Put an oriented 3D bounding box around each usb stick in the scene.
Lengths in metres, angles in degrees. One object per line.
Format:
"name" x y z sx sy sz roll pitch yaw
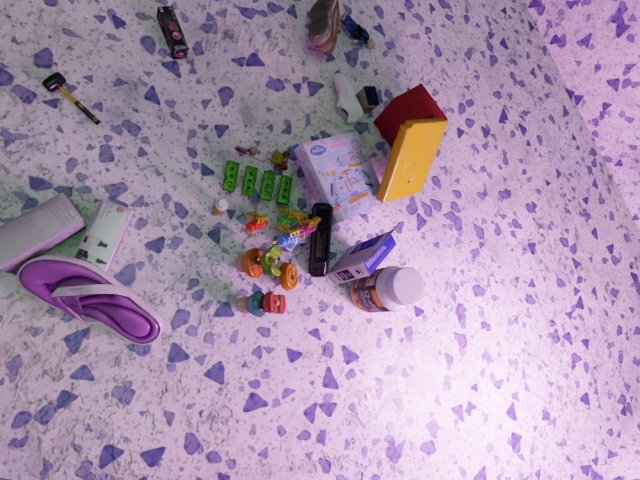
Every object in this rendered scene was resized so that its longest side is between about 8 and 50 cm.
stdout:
"usb stick" 0.000 0.000 1.518 0.077 0.045 0.278 -1 108 -14

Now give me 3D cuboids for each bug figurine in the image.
"bug figurine" -0.128 -0.046 1.435 0.216 0.279 0.072 -20 118 -34

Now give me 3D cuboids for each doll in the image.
"doll" 0.164 -0.915 1.844 0.189 0.046 0.129 37 57 -21

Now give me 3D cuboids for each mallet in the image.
"mallet" -0.780 -0.434 1.310 0.062 0.039 0.190 -44 103 -27

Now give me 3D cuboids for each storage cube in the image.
"storage cube" 0.377 -0.507 1.777 0.183 0.215 0.193 -35 89 -26

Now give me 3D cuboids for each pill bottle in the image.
"pill bottle" 0.241 0.179 1.532 0.162 0.278 0.162 5 77 -24
"pill bottle" -0.340 -0.117 1.425 0.043 0.083 0.043 5 78 -24

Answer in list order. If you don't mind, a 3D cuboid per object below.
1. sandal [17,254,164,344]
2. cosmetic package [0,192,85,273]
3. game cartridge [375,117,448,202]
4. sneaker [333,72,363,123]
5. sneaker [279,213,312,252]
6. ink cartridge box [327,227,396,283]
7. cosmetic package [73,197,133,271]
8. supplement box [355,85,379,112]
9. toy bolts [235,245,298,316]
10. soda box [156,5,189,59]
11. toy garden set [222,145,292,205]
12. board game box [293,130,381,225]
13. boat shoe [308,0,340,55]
"sandal" -0.638 0.174 1.181 0.416 0.102 0.169 31 100 -18
"cosmetic package" -0.796 -0.018 1.167 0.238 0.127 0.107 -37 97 -28
"game cartridge" 0.360 -0.318 1.652 0.285 0.324 0.052 -18 43 -43
"sneaker" 0.095 -0.587 1.735 0.094 0.080 0.212 -30 95 -15
"sneaker" -0.054 -0.034 1.556 0.237 0.085 0.086 -31 126 -33
"ink cartridge box" 0.154 0.063 1.484 0.065 0.332 0.165 47 65 -6
"cosmetic package" -0.659 0.001 1.263 0.099 0.060 0.239 23 71 -21
"supplement box" 0.197 -0.596 1.775 0.056 0.083 0.083 -10 84 -27
"toy bolts" -0.196 0.156 1.441 0.218 0.158 0.228 43 44 -57
"soda box" -0.521 -0.731 1.475 0.053 0.060 0.169 -20 88 -28
"toy garden set" -0.223 -0.249 1.530 0.244 0.049 0.204 13 76 -22
"board game box" 0.088 -0.248 1.625 0.318 0.066 0.318 -24 90 -41
"boat shoe" 0.026 -0.906 1.753 0.116 0.123 0.324 44 50 -49
